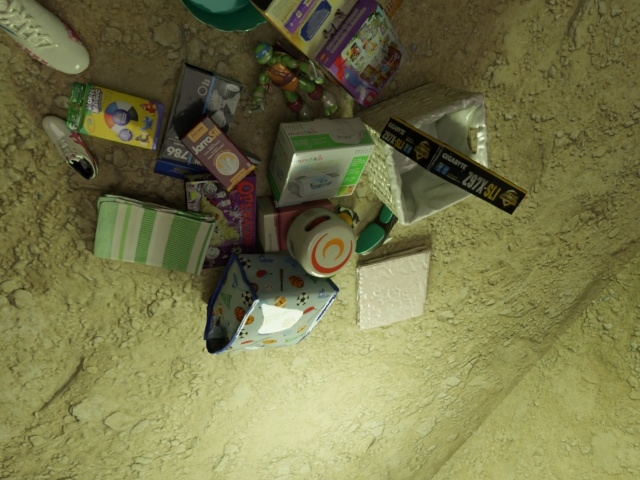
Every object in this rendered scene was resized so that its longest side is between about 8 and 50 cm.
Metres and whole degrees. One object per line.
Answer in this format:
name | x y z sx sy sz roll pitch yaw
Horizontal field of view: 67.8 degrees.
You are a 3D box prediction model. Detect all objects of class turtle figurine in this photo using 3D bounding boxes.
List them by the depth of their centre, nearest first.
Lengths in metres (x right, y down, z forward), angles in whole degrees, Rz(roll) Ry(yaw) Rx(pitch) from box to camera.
turtle figurine | -0.076 -0.391 1.291 0.198 0.275 0.266 -49 140 12

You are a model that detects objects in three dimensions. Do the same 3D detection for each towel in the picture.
towel | -0.496 -0.009 1.418 0.324 0.038 0.248 12 129 -18
towel | 0.292 0.196 1.926 0.316 0.053 0.332 -11 123 -15

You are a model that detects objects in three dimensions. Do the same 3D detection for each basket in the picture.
basket | 0.319 -0.288 1.504 0.331 0.266 0.328 -24 126 -6

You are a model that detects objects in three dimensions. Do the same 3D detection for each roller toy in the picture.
roller toy | 0.000 0.000 1.464 0.191 0.146 0.209 17 105 -38

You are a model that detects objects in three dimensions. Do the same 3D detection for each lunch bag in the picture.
lunch bag | -0.184 0.225 1.574 0.327 0.239 0.386 0 133 -34

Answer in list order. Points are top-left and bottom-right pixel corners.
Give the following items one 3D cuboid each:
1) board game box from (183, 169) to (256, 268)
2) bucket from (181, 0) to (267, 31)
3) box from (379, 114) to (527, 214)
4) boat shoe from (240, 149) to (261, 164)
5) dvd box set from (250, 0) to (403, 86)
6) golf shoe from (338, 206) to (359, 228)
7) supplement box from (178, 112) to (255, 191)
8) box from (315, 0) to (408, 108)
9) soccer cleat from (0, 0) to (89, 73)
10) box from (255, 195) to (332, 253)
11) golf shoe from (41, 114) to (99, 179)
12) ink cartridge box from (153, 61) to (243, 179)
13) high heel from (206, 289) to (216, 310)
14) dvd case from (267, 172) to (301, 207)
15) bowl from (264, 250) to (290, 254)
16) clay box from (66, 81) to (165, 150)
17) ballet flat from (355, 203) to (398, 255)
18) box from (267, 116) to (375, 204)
board game box | -0.308 -0.057 1.486 0.208 0.056 0.347 -11 134 -21
bucket | -0.228 -0.642 1.107 0.281 0.183 0.281 -10 123 -16
box | 0.344 -0.198 1.247 0.321 0.257 0.079 21 110 -29
boat shoe | -0.237 -0.244 1.418 0.142 0.049 0.040 7 126 -51
dvd box set | 0.041 -0.599 1.187 0.308 0.062 0.420 -51 158 12
golf shoe | 0.047 -0.032 1.677 0.093 0.077 0.198 31 98 -23
supplement box | -0.281 -0.240 1.294 0.104 0.081 0.188 -43 116 -1
box | 0.126 -0.511 1.326 0.201 0.057 0.293 -51 157 11
soccer cleat | -0.665 -0.490 1.041 0.116 0.143 0.331 -42 127 6
box | -0.088 -0.065 1.557 0.232 0.127 0.149 -10 124 -17
golf shoe | -0.648 -0.242 1.240 0.067 0.086 0.186 -32 125 -1
ink cartridge box | -0.348 -0.308 1.339 0.165 0.065 0.333 10 116 -28
high heel | -0.276 0.240 1.698 0.244 0.082 0.117 28 117 -20
dvd case | -0.114 -0.164 1.500 0.087 0.120 0.013 -10 158 -17
bowl | -0.128 0.046 1.656 0.142 0.053 0.142 -12 124 -15
clay box | -0.532 -0.321 1.240 0.221 0.053 0.128 9 99 -28
ballet flat | 0.236 -0.050 1.728 0.096 0.095 0.280 20 111 -44
box | -0.005 -0.239 1.422 0.261 0.127 0.231 -10 150 -25
